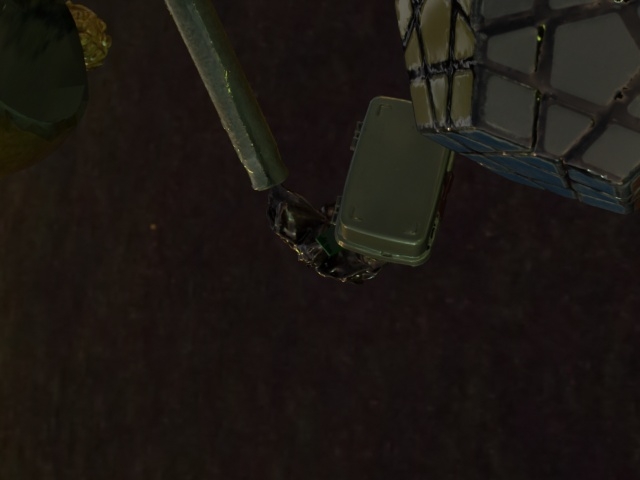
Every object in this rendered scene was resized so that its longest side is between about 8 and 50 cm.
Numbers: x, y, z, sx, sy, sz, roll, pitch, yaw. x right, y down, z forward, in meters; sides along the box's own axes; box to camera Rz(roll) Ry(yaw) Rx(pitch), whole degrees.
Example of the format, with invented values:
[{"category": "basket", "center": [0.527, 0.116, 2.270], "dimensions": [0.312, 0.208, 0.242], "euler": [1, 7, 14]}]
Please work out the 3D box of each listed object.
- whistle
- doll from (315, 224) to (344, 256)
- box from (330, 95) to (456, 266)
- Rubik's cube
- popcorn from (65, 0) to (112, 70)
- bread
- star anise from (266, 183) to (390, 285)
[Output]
[{"category": "whistle", "center": [-0.126, -0.214, 1.515], "dimensions": [0.068, 0.057, 0.327], "euler": [31, 148, 61]}, {"category": "doll", "center": [0.091, -0.059, 1.783], "dimensions": [0.106, 0.134, 0.186], "euler": [52, 121, 27]}, {"category": "box", "center": [0.101, -0.081, 1.569], "dimensions": [0.129, 0.147, 0.210], "euler": [74, -149, -78]}, {"category": "Rubik's cube", "center": [0.213, -0.177, 0.935], "dimensions": [0.319, 0.319, 0.264], "euler": [18, 85, 64]}, {"category": "popcorn", "center": [-0.278, -0.232, 1.349], "dimensions": [0.082, 0.057, 0.083], "euler": [10, 138, 39]}, {"category": "bread", "center": [-0.415, -0.176, 1.190], "dimensions": [0.395, 0.263, 0.239], "euler": [-36, -50, -63]}, {"category": "star anise", "center": [0.000, -0.001, 2.004], "dimensions": [0.109, 0.223, 0.236], "euler": [-59, 21, 19]}]
